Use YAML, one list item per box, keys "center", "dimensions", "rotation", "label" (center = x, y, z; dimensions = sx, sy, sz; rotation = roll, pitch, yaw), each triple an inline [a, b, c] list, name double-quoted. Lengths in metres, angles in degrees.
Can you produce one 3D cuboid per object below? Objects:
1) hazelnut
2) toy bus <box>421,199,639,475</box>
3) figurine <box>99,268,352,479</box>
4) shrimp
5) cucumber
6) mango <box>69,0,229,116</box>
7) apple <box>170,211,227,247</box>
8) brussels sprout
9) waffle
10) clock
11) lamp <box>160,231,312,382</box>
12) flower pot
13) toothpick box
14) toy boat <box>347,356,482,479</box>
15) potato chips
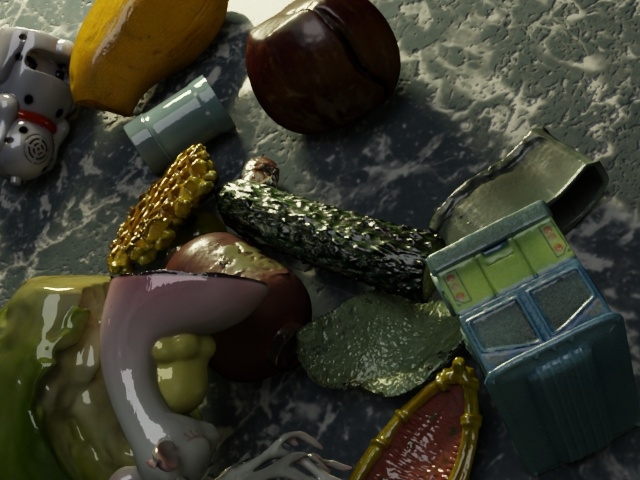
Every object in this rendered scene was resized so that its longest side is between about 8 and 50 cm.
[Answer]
- center: [0.008, -0.274, 1.552]
  dimensions: [0.234, 0.218, 0.218]
  rotation: [-22, 52, 31]
  label: "hazelnut"
- center: [0.243, 0.118, 1.128]
  dimensions: [0.152, 0.312, 0.190]
  rotation: [-28, 54, 4]
  label: "toy bus"
- center: [-0.113, 0.206, 1.175]
  dimensions: [0.206, 0.284, 0.315]
  rotation: [-15, 67, 57]
  label: "figurine"
- center: [-0.094, -0.045, 1.517]
  dimensions: [0.073, 0.075, 0.190]
  rotation: [10, 52, -9]
  label: "shrimp"
- center: [-0.007, -0.011, 1.373]
  dimensions: [0.359, 0.096, 0.096]
  rotation: [18, 68, 24]
  label: "cucumber"
- center: [-0.296, -0.361, 1.722]
  dimensions: [0.359, 0.187, 0.144]
  rotation: [-45, 15, -17]
  label: "mango"
- center: [-0.183, -0.002, 1.520]
  dimensions: [0.089, 0.074, 0.089]
  rotation: [-19, 34, 14]
  label: "apple"
- center: [-0.334, 0.229, 1.291]
  dimensions: [0.315, 0.276, 0.371]
  rotation: [-6, 85, 33]
  label: "brussels sprout"
- center: [-0.238, -0.047, 1.517]
  dimensions: [0.228, 0.051, 0.231]
  rotation: [-49, 20, 9]
  label: "waffle"
- center: [-0.505, -0.213, 1.737]
  dimensions: [0.189, 0.189, 0.254]
  rotation: [4, 77, 24]
  label: "clock"
- center: [-0.117, 0.088, 1.385]
  dimensions: [0.258, 0.180, 0.180]
  rotation: [33, 76, 33]
  label: "lamp"
- center: [0.263, -0.046, 1.352]
  dimensions: [0.229, 0.103, 0.108]
  rotation: [-40, 53, -5]
  label: "flower pot"
- center: [-0.227, -0.184, 1.632]
  dimensions: [0.153, 0.101, 0.101]
  rotation: [-33, 54, -2]
  label: "toothpick box"
- center: [0.102, 0.291, 1.215]
  dimensions: [0.141, 0.099, 0.318]
  rotation: [23, 73, 35]
  label: "toy boat"
- center: [0.085, 0.123, 1.310]
  dimensions: [0.228, 0.059, 0.167]
  rotation: [3, 54, 6]
  label: "potato chips"
